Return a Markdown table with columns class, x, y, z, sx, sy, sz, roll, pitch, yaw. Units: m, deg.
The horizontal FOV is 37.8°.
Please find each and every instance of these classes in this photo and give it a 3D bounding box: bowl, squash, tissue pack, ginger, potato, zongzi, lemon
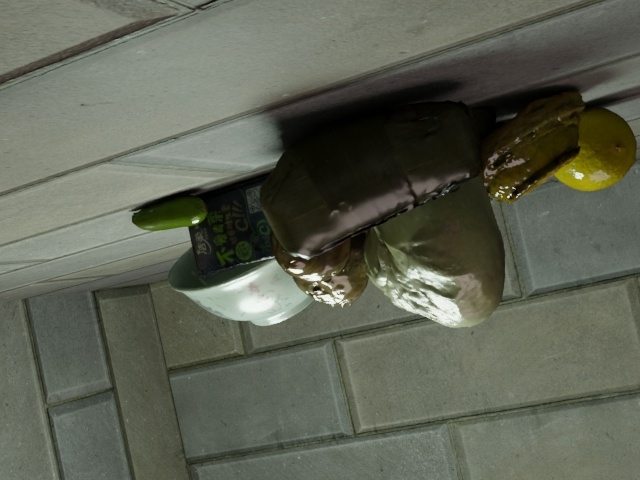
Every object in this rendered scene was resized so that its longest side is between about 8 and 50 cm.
| class | x | y | z | sx | sy | sz | roll | pitch | yaw |
| --- | --- | --- | --- | --- | --- | --- | --- | --- | --- |
| bowl | -0.125 | 0.072 | 2.207 | 0.434 | 0.196 | 0.435 | -24 | -160 | 9 |
| squash | -0.320 | -0.056 | 1.967 | 0.201 | 0.066 | 0.066 | -7 | 180 | 34 |
| tissue pack | -0.168 | -0.031 | 1.974 | 0.235 | 0.173 | 0.073 | -16 | 174 | 30 |
| ginger | 0.000 | 0.000 | 1.816 | 0.176 | 0.256 | 0.375 | 1 | 176 | 20 |
| potato | 0.297 | -0.197 | 1.776 | 0.149 | 0.081 | 0.120 | -9 | 177 | -42 |
| zongzi | 0.084 | -0.137 | 1.570 | 0.356 | 0.174 | 0.393 | -22 | -166 | 7 |
| lemon | 0.573 | -0.195 | 2.000 | 0.178 | 0.178 | 0.203 | -11 | -174 | -24 |

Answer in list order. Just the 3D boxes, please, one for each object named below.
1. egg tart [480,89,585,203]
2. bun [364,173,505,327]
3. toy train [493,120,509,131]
| class | x | y | z | sx | sy | sz | roll | pitch | yaw |
| --- | --- | --- | --- | --- | --- | --- | --- | --- | --- |
| egg tart | 0.387 | -0.159 | 1.760 | 0.294 | 0.123 | 0.294 | -32 | 170 | -7 |
| bun | 0.190 | 0.000 | 1.700 | 0.213 | 0.361 | 0.361 | -22 | 178 | -14 |
| toy train | 0.394 | -0.222 | 1.979 | 0.087 | 0.050 | 0.138 | -17 | 175 | 2 |
